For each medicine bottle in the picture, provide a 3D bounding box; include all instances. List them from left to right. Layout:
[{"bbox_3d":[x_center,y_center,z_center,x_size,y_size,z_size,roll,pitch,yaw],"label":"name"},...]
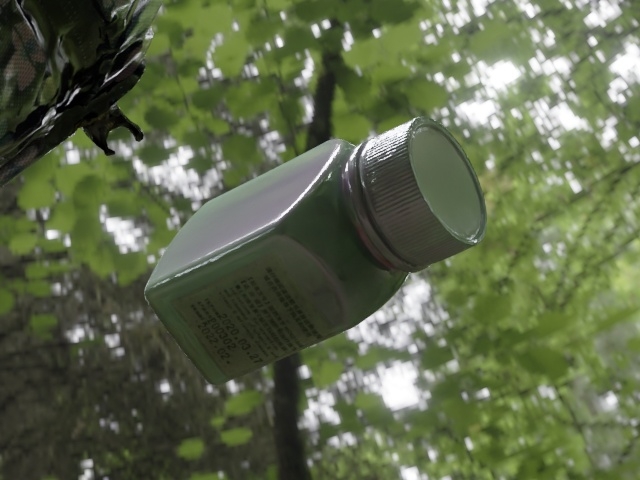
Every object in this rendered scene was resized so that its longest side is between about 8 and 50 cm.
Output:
[{"bbox_3d":[0.000,0.000,0.582,0.118,0.074,0.055,-26,-73,29],"label":"medicine bottle"}]

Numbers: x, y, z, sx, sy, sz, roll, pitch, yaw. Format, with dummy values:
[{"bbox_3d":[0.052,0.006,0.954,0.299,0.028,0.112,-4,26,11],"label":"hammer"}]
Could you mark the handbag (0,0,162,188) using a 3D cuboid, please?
[{"bbox_3d":[-0.126,-0.053,0.341,0.207,0.127,0.228,-53,-16,-15],"label":"handbag"}]
